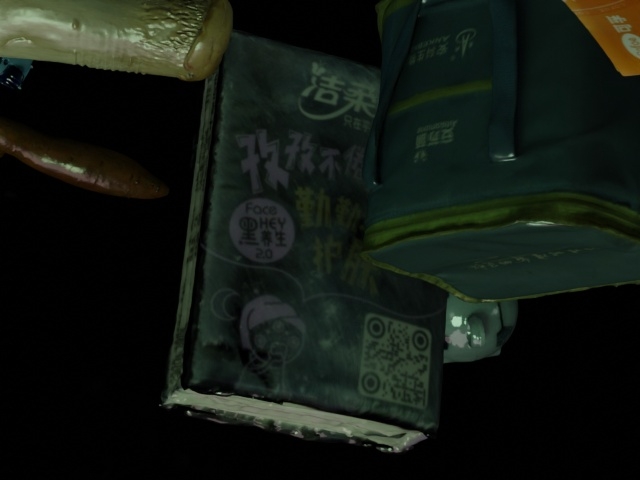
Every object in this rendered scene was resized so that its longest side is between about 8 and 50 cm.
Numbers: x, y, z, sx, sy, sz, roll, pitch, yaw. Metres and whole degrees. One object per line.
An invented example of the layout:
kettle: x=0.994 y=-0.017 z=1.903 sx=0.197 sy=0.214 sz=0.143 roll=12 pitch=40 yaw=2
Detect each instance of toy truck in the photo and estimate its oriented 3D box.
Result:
toy truck: x=-0.302 y=-0.179 z=1.259 sx=0.074 sy=0.063 sz=0.136 roll=23 pitch=169 yaw=27

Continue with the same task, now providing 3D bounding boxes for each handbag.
handbag: x=0.162 y=-0.091 z=1.082 sx=0.263 sy=0.241 sz=0.222 roll=-13 pitch=156 yaw=43

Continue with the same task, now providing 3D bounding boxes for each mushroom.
mushroom: x=-0.252 y=-0.194 z=1.135 sx=0.351 sy=0.095 sz=0.123 roll=6 pitch=164 yaw=-3

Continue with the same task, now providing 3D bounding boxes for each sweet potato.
sweet potato: x=-0.296 y=-0.094 z=1.528 sx=0.265 sy=0.057 sz=0.057 roll=17 pitch=159 yaw=-26

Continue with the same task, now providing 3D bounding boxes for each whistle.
whistle: x=0.192 y=0.083 z=1.825 sx=0.164 sy=0.163 sz=0.289 roll=9 pitch=-163 yaw=-9

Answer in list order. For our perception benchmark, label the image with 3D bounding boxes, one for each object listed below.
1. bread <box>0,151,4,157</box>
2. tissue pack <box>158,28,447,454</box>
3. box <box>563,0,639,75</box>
bread: x=-0.418 y=-0.105 z=1.547 sx=0.083 sy=0.046 sz=0.081 roll=-7 pitch=164 yaw=30
tissue pack: x=0.000 y=0.000 z=1.231 sx=0.259 sy=0.361 sz=0.122 roll=13 pitch=157 yaw=-22
box: x=0.300 y=-0.226 z=0.792 sx=0.341 sy=0.143 sz=0.225 roll=-4 pitch=159 yaw=32
